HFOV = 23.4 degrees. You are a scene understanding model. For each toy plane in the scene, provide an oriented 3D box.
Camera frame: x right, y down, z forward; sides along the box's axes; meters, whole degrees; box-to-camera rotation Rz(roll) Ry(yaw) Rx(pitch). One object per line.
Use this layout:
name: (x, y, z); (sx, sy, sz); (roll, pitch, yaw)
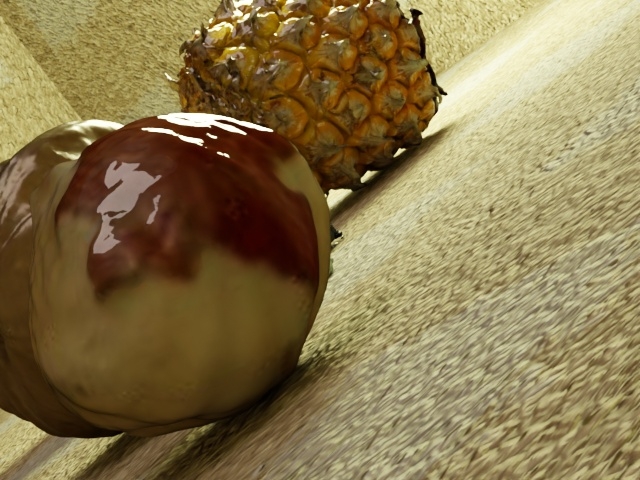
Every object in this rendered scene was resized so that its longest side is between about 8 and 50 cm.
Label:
toy plane: (0.000, 0.000, 1.730); (0.049, 0.031, 0.121); (-43, 3, -4)

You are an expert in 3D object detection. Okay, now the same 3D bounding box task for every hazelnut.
hazelnut: (-0.117, 0.024, 1.139); (0.261, 0.241, 0.261); (-63, -4, -7)

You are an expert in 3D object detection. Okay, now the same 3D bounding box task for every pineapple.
pineapple: (-0.030, -0.206, 2.148); (0.300, 0.352, 0.352); (-30, 2, -22)

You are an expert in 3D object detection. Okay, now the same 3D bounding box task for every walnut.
walnut: (-0.208, 0.032, 1.483); (0.333, 0.333, 0.333); (-37, 5, 4)

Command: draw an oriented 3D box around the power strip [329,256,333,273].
power strip: (-0.015, 0.029, 1.543); (0.055, 0.035, 0.083); (-38, 7, -6)
